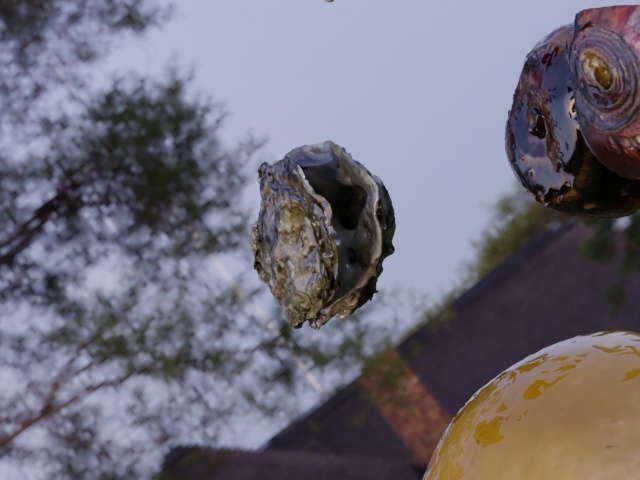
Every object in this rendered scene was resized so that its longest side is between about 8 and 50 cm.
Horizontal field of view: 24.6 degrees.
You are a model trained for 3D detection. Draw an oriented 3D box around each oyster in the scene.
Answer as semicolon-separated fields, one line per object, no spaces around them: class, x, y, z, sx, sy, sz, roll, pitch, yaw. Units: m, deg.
oyster;0.000;0.005;1.624;0.158;0.162;0.351;-3;-21;-3

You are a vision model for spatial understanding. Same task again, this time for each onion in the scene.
onion;0.402;-0.162;1.597;0.216;0.207;0.206;-15;15;-37

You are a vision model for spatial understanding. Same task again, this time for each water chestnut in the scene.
water chestnut;0.412;-0.176;2.102;0.300;0.300;0.300;-37;-11;-9

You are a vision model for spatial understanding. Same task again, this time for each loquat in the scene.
loquat;0.182;0.185;0.834;0.275;0.275;0.275;-37;-11;-9

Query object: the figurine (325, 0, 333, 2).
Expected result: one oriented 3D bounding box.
figurine;-0.021;-0.484;2.178;0.182;0.256;0.144;-2;0;3
